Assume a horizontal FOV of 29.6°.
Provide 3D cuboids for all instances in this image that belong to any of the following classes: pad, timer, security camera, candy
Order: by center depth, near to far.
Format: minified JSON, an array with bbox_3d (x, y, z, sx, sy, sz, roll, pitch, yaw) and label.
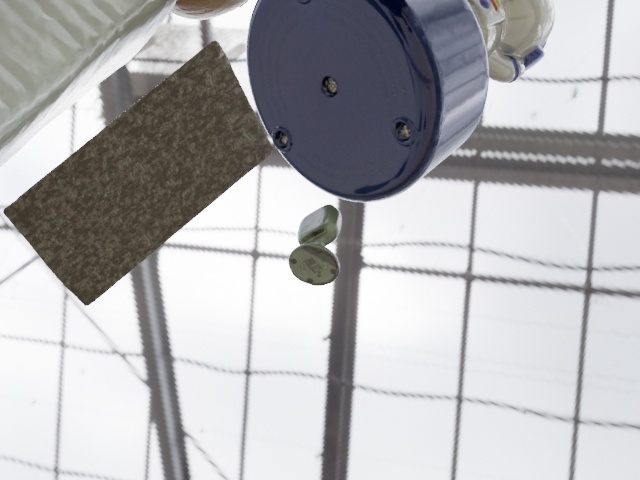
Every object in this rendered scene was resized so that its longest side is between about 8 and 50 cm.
[{"bbox_3d":[-0.276,-0.188,0.987,0.208,0.359,0.145,45,-49,-8],"label":"candy"},{"bbox_3d":[-0.153,-0.055,1.075,0.003,0.235,0.158,40,-14,37],"label":"pad"},{"bbox_3d":[0.000,0.000,1.274,0.058,0.092,0.058,7,-51,8],"label":"security camera"},{"bbox_3d":[0.134,-0.227,1.392,0.270,0.383,0.270,24,-53,37],"label":"timer"}]

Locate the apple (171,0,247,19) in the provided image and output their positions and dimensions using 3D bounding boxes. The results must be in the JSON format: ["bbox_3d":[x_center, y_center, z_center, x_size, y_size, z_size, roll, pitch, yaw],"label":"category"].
[{"bbox_3d":[-0.150,-0.381,1.480,0.188,0.211,0.211,-38,-81,-3],"label":"apple"}]
